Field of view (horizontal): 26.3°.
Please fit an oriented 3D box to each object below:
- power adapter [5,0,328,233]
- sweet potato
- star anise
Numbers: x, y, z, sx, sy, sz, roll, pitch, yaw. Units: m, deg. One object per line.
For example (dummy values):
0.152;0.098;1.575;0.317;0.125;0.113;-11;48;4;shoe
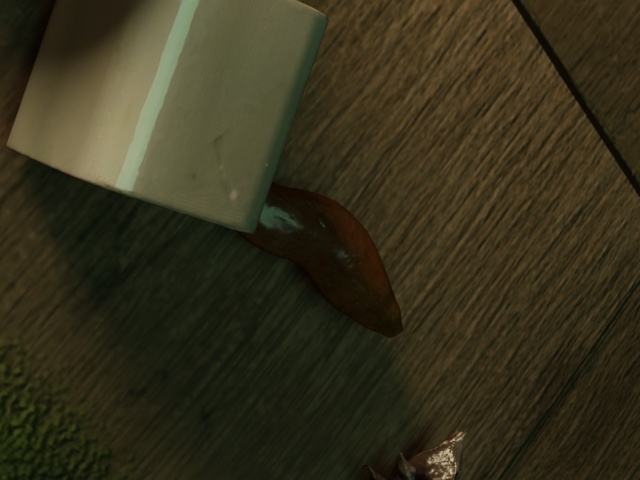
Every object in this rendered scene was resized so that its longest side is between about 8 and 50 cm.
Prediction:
-0.075;-0.123;0.778;0.125;0.130;0.205;18;94;-39;power adapter
-0.002;0.001;0.924;0.055;0.058;0.202;-31;128;25;sweet potato
0.072;0.197;1.034;0.124;0.056;0.129;41;78;-37;star anise
